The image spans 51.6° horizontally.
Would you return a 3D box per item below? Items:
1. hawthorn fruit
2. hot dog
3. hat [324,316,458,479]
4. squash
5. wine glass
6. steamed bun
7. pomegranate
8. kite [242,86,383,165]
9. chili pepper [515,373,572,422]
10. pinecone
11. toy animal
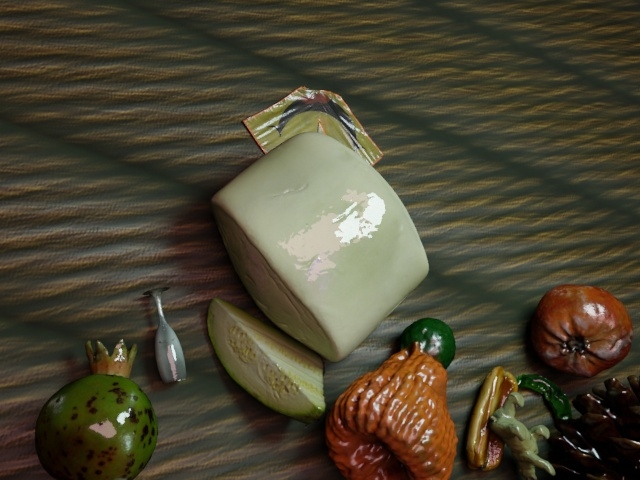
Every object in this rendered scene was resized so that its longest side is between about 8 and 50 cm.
[{"bbox_3d":[0.657,0.207,1.659,0.242,0.242,0.271,53,33,2],"label":"hawthorn fruit"},{"bbox_3d":[0.401,0.422,1.576,0.100,0.068,0.250,31,68,-23],"label":"hot dog"},{"bbox_3d":[0.178,0.357,1.465,0.285,0.285,0.400,40,34,-4],"label":"hat"},{"bbox_3d":[-0.134,0.269,1.398,0.288,0.111,0.203,30,21,-14],"label":"squash"},{"bbox_3d":[-0.327,0.200,1.393,0.066,0.066,0.198,-10,80,-22],"label":"wine glass"},{"bbox_3d":[0.000,0.000,1.440,0.371,0.290,0.456,-41,90,-23],"label":"steamed bun"},{"bbox_3d":[-0.406,0.317,1.233,0.230,0.231,0.286,13,71,-15],"label":"pomegranate"},{"bbox_3d":[-0.013,-0.234,1.662,0.377,0.013,0.328,8,74,-19],"label":"kite"},{"bbox_3d":[0.560,0.381,1.655,0.182,0.050,0.073,36,72,-3],"label":"chili pepper"},{"bbox_3d":[0.715,0.484,1.488,0.397,0.398,0.398,6,72,-18],"label":"pinecone"},{"bbox_3d":[0.458,0.460,1.513,0.219,0.101,0.103,50,39,-14],"label":"toy animal"}]
